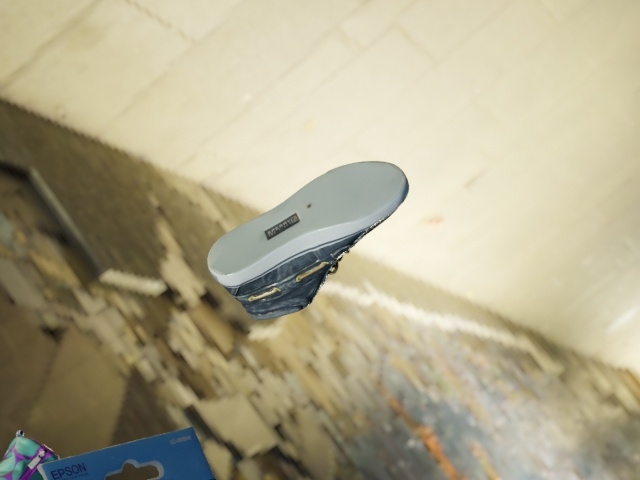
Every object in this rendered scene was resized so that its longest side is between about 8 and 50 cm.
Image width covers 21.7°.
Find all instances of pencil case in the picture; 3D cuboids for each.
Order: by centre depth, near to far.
[{"bbox_3d":[-0.384,0.311,2.045,0.070,0.064,0.151,-30,-155,53],"label":"pencil case"}]

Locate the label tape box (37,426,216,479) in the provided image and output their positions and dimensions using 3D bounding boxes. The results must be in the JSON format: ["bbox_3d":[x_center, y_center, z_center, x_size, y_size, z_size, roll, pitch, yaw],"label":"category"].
[{"bbox_3d":[-0.205,0.416,1.957,0.115,0.347,0.249,-32,164,38],"label":"label tape box"}]

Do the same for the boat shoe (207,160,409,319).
[{"bbox_3d":[0.000,0.000,1.412,0.183,0.065,0.083,-26,139,9],"label":"boat shoe"}]
